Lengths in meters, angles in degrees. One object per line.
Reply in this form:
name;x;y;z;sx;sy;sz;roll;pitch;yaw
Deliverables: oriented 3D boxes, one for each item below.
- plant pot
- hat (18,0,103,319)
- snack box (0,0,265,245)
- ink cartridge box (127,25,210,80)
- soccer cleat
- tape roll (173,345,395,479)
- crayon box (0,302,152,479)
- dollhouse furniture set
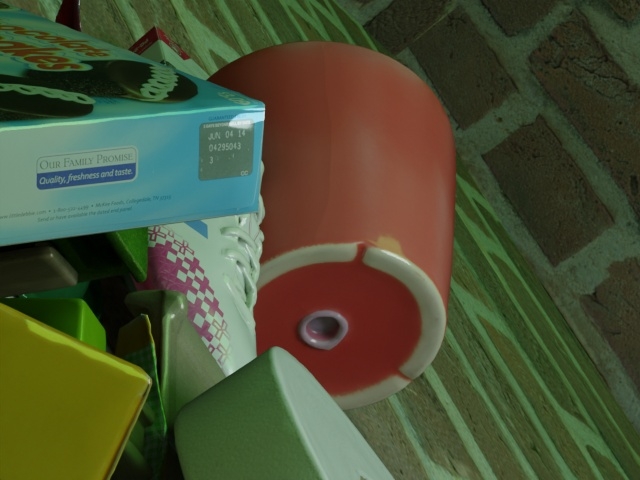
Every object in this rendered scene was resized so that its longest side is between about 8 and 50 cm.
plant pot;0.000;0.000;1.428;0.275;0.275;0.243;44;25;-33
hat;-0.164;-0.071;1.148;0.208;0.183;0.173;46;14;-25
snack box;-0.191;-0.071;0.830;0.187;0.060;0.322;-9;21;-34
ink cartridge box;-0.146;-0.136;1.659;0.109;0.063;0.150;44;16;-33
soccer cleat;-0.092;-0.003;1.255;0.116;0.143;0.331;78;-14;-54
tape roll;0.052;0.237;0.909;0.392;0.072;0.392;56;3;-5
crayon box;-0.199;0.032;0.584;0.323;0.083;0.203;28;-10;-21
dollhouse furniture set;-0.153;0.114;0.958;0.301;0.151;0.198;64;19;-52
